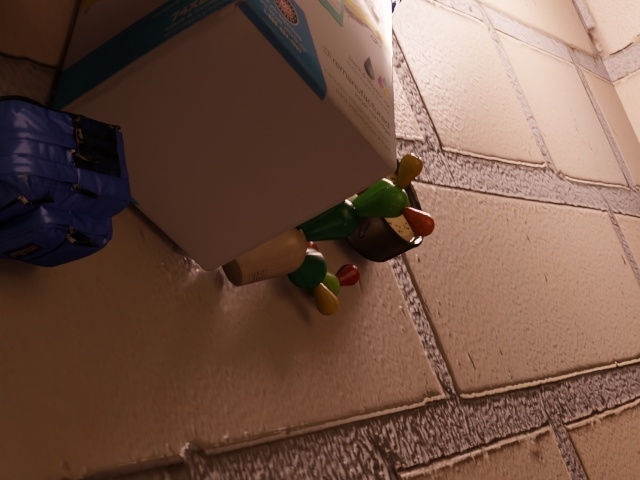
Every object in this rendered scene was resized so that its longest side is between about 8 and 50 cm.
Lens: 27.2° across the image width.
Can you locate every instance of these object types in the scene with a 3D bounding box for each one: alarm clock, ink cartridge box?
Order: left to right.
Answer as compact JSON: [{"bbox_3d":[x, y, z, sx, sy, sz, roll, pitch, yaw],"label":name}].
[{"bbox_3d":[-0.071,-0.161,1.097,0.198,0.197,0.270,45,29,-33],"label":"ink cartridge box"},{"bbox_3d":[0.062,-0.040,1.394,0.192,0.064,0.129,9,58,-58],"label":"alarm clock"}]

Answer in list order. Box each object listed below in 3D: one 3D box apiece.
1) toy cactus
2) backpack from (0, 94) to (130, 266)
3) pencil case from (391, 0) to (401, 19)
[{"bbox_3d":[0.000,0.000,1.156,0.180,0.219,0.112,-25,69,-29],"label":"toy cactus"},{"bbox_3d":[-0.193,-0.040,0.865,0.120,0.098,0.101,22,50,-56],"label":"backpack"},{"bbox_3d":[0.026,-0.253,1.459,0.306,0.133,0.119,-70,169,-57],"label":"pencil case"}]
